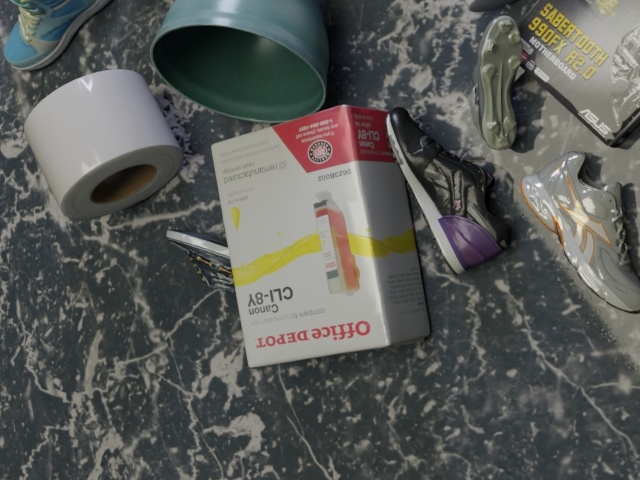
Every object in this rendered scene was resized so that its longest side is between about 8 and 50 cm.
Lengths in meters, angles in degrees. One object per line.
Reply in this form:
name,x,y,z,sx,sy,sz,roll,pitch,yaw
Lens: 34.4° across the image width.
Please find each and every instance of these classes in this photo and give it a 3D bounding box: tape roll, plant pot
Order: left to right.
tape roll,-0.392,-0.172,1.880,0.246,0.246,0.169,-37,73,27
plant pot,-0.114,-0.352,1.710,0.293,0.293,0.196,-1,64,31

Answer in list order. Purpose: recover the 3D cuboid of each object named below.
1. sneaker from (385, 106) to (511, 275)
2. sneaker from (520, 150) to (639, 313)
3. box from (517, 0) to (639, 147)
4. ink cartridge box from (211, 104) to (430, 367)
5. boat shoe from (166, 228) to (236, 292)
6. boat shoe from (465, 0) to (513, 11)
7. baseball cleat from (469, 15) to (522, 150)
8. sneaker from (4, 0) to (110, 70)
sneaker,0.205,-0.097,1.622,0.124,0.107,0.283,-28,81,14
sneaker,0.405,-0.018,1.493,0.121,0.099,0.262,-40,73,21
box,0.406,-0.277,1.503,0.231,0.056,0.183,49,115,20
ink cartridge box,0.000,0.000,1.697,0.279,0.160,0.385,-12,85,31
boat shoe,-0.212,0.036,1.882,0.183,0.065,0.083,17,99,29
boat shoe,0.319,-0.439,1.539,0.258,0.095,0.084,-31,72,17
baseball cleat,0.254,-0.240,1.553,0.109,0.072,0.206,-126,33,-63
sneaker,-0.560,-0.452,1.992,0.319,0.208,0.127,-39,74,27
